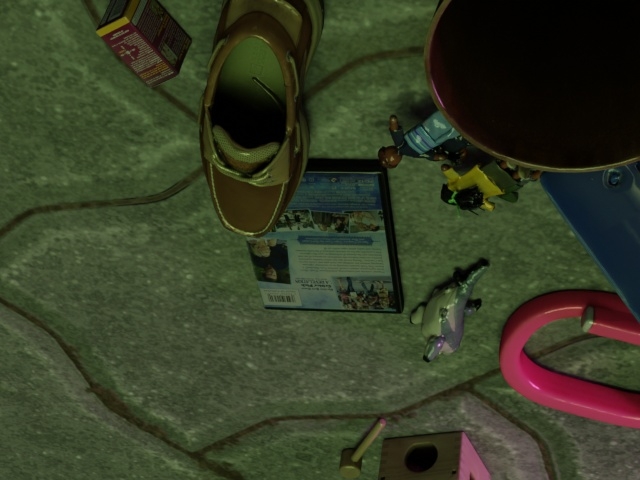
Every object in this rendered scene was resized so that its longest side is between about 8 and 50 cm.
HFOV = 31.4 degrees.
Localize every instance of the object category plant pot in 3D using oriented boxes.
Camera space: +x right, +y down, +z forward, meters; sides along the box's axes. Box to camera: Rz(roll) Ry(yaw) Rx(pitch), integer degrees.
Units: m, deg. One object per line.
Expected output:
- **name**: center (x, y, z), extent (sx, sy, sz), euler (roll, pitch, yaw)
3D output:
- **plant pot**: center (0.367, -0.031, 1.009), extent (0.212, 0.236, 0.236), euler (-39, 76, 26)
- **plant pot**: center (0.198, -0.210, 0.897), extent (0.215, 0.230, 0.215), euler (6, 139, 6)

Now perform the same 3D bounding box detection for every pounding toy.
- **pounding toy**: center (0.120, 0.346, 1.660), extent (0.206, 0.094, 0.181), euler (-11, 135, 23)

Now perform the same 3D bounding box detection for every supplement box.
- **supplement box**: center (-0.174, -0.203, 1.131), extent (0.043, 0.055, 0.083), euler (-18, 131, 32)

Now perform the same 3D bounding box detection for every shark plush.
- **shark plush**: center (0.165, 0.078, 1.398), extent (0.067, 0.073, 0.161), euler (4, 122, -21)

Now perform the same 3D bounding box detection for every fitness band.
- **fitness band**: center (0.367, 0.155, 1.414), extent (0.290, 0.054, 0.209), euler (16, 140, -3)

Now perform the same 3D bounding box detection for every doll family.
- **doll family**: center (0.144, -0.084, 1.183), extent (0.111, 0.076, 0.193), euler (-25, 123, 41)

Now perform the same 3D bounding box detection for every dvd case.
- **dvd case**: center (0.000, 0.000, 1.347), extent (0.180, 0.022, 0.253), euler (1, 138, 11)

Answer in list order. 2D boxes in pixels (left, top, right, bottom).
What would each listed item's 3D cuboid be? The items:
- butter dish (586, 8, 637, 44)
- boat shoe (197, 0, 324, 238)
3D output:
- **butter dish**: center (0.261, -0.165, 1.026), extent (0.160, 0.160, 0.118), euler (-33, 79, 35)
- **boat shoe**: center (-0.074, -0.117, 1.142), extent (0.122, 0.120, 0.324), euler (12, 136, 5)
